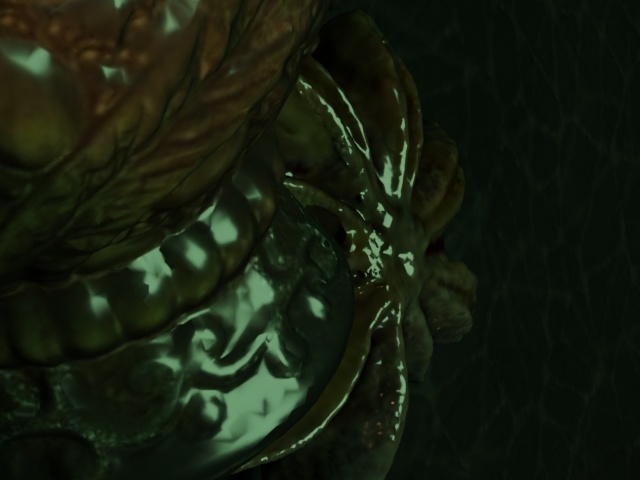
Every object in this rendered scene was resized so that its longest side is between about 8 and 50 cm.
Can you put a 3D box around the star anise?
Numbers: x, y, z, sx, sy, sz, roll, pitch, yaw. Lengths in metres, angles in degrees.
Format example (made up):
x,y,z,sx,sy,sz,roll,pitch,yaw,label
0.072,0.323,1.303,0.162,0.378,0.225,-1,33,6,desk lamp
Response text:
x,y,z,sx,sy,sz,roll,pitch,yaw,label
0.006,0.016,0.820,0.315,0.108,0.315,8,81,-60,star anise

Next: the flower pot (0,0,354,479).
x,y,z,sx,sy,sz,roll,pitch,yaw,label
-0.106,-0.056,0.531,0.266,0.266,0.267,-58,145,-42,flower pot
